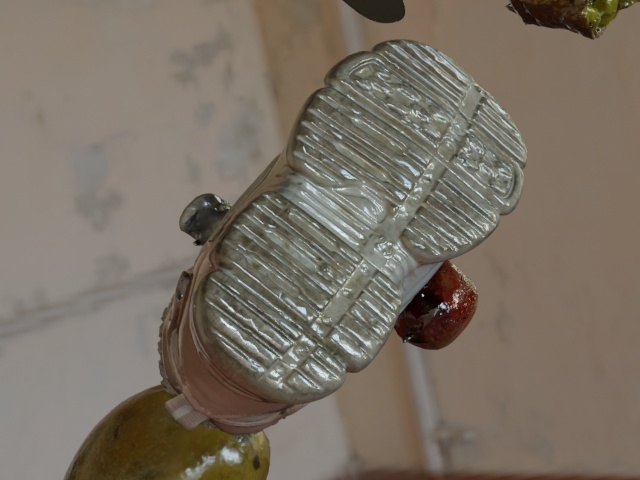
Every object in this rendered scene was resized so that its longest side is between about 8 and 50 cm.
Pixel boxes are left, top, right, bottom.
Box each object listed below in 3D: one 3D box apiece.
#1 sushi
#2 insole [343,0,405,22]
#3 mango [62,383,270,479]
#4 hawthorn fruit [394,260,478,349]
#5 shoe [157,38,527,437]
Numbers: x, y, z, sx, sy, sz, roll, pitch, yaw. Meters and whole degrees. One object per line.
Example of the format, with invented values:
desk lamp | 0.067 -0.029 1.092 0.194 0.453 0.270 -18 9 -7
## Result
sushi | 0.261 -0.317 2.002 0.179 0.167 0.296 -27 21 16
insole | 0.014 -0.305 1.972 0.080 0.232 0.003 -14 -32 -31
mango | -0.183 0.278 1.816 0.329 0.175 0.176 -51 5 -2
hawthorn fruit | 0.090 0.051 1.527 0.077 0.077 0.077 -11 8 2
shoe | -0.002 -0.003 1.443 0.351 0.172 0.198 -45 2 -35
